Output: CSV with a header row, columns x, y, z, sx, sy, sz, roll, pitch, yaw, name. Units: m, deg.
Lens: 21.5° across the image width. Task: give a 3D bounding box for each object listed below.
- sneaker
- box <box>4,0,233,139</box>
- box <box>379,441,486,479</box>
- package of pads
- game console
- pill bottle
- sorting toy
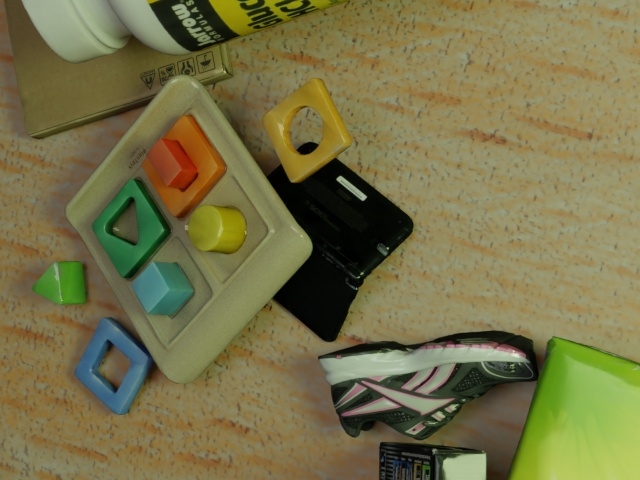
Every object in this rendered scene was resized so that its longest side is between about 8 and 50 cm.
x,y,z,sx,sy,sz,roll,pitch,yaw,name
0.088,0.115,1.300,0.178,0.072,0.077,-7,94,31,sneaker
-0.181,-0.193,1.463,0.201,0.021,0.164,-15,79,22,box
0.078,0.241,1.223,0.045,0.190,0.184,4,85,-9,box
0.269,0.221,1.184,0.296,0.101,0.229,19,91,25,package of pads
0.000,0.000,1.371,0.122,0.071,0.107,39,70,21,game console
-0.067,-0.255,1.314,0.334,0.188,0.188,-17,78,16,pill bottle
-0.119,-0.011,1.369,0.348,0.047,0.196,-47,65,24,sorting toy
